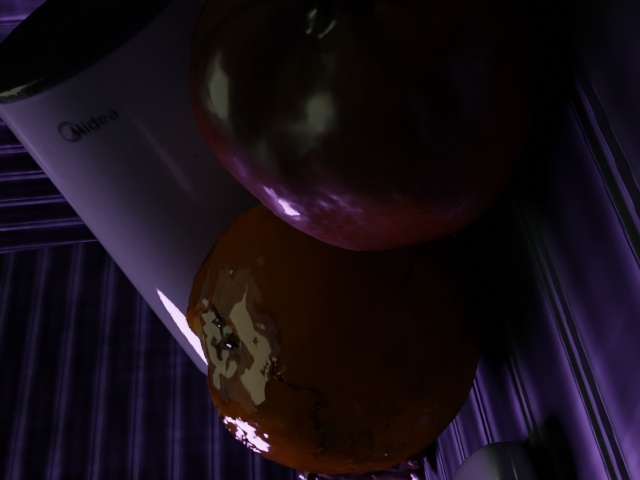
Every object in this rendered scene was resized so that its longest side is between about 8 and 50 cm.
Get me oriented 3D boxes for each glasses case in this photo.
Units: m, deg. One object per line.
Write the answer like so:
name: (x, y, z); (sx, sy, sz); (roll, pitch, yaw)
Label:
glasses case: (0.124, 0.195, 0.701); (0.197, 0.049, 0.076); (91, 171, -67)

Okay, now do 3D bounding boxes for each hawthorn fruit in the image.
hawthorn fruit: (0.035, -0.073, 0.586); (0.251, 0.199, 0.199); (59, -162, -58)

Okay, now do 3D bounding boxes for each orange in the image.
orange: (0.010, 0.069, 0.781); (0.240, 0.240, 0.240); (172, 90, -86)

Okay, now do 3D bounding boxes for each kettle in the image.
kettle: (-0.076, -0.092, 0.926); (0.377, 0.361, 0.250); (55, -157, -32)

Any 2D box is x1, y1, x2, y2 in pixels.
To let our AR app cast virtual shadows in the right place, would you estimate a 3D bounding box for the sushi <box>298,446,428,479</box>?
sushi: (0.032, 0.186, 1.194); (0.270, 0.170, 0.237); (-113, 15, -59)
